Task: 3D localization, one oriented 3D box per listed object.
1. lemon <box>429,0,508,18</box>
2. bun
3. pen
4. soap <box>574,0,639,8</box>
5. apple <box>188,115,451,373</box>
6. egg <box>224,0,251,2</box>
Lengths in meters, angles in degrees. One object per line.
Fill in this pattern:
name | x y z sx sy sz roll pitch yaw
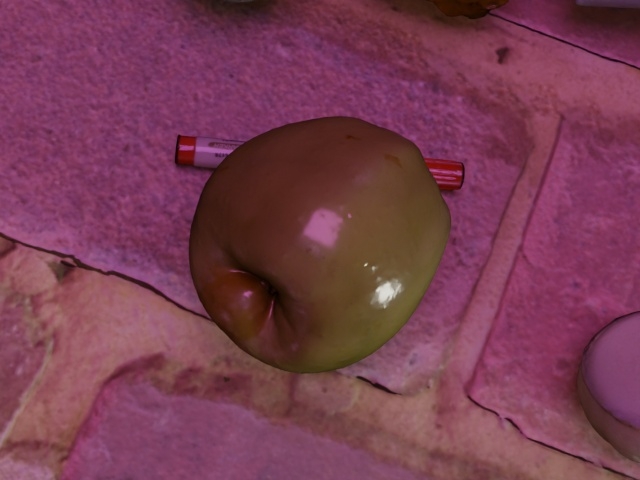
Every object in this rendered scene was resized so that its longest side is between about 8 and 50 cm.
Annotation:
lemon | 0.107 -0.307 0.968 0.204 0.204 0.260 -17 112 -10
bun | 0.269 0.127 0.926 0.138 0.094 0.138 -7 40 6
pen | -0.001 -0.064 0.985 0.239 0.028 0.028 5 74 -3
soap | 0.332 -0.265 0.983 0.230 0.091 0.145 6 112 14
apple | 0.000 0.000 0.889 0.200 0.200 0.200 1 74 -5
egg | -0.073 -0.289 0.977 0.149 0.149 0.192 -3 77 -6
